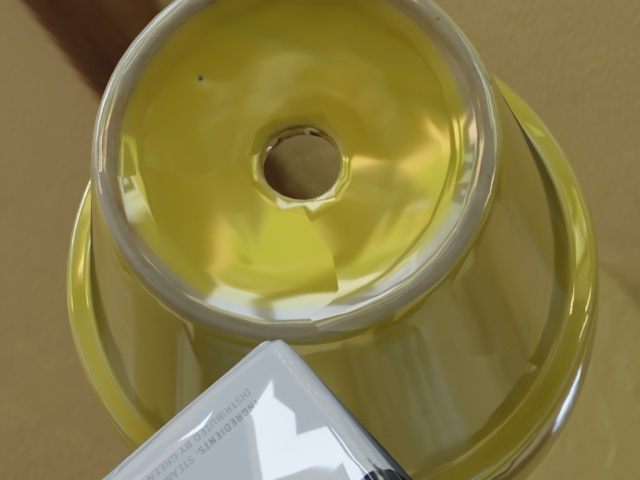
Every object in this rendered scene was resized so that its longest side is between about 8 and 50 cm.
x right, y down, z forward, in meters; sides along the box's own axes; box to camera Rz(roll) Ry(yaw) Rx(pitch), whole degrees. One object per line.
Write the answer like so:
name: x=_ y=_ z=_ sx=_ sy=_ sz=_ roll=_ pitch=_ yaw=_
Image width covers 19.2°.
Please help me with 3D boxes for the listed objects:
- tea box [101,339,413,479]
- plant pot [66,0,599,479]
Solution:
tea box: x=0.052 y=0.265 z=0.589 sx=0.220 sy=0.323 sz=0.329 roll=-41 pitch=-48 yaw=0
plant pot: x=0.000 y=0.000 z=0.846 sx=0.254 sy=0.254 sz=0.239 roll=17 pitch=-15 yaw=11
